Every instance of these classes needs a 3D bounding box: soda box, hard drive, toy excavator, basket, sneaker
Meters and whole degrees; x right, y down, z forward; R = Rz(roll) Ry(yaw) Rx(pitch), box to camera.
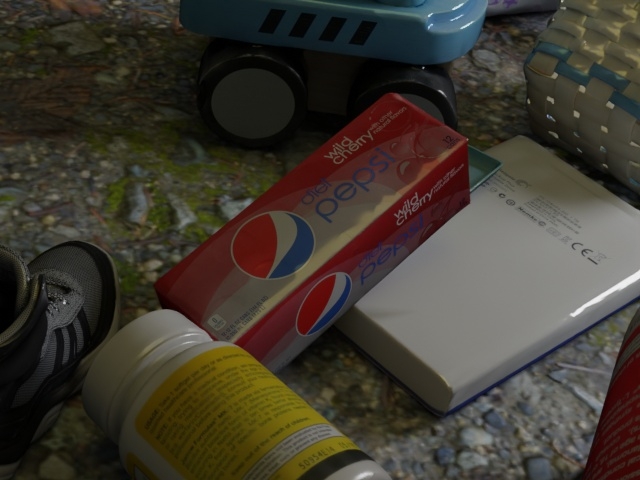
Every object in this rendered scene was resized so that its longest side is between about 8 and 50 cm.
[{"bbox_3d":[0.000,0.000,1.115,0.263,0.083,0.092,-41,58,-20],"label":"soda box"},{"bbox_3d":[0.144,0.017,1.229,0.319,0.040,0.210,-25,50,-37],"label":"hard drive"},{"bbox_3d":[-0.042,-0.324,1.286,0.433,0.445,0.222,8,38,-4],"label":"toy excavator"},{"bbox_3d":[0.348,-0.193,1.386,0.255,0.201,0.289,37,76,28],"label":"basket"},{"bbox_3d":[-0.213,0.050,1.013,0.101,0.153,0.268,18,39,8],"label":"sneaker"}]

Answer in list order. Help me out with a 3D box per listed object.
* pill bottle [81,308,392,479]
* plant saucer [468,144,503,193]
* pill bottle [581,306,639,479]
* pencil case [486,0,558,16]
[{"bbox_3d":[-0.061,0.144,0.960,0.119,0.119,0.208,-27,52,-38],"label":"pill bottle"},{"bbox_3d":[0.085,-0.039,1.238,0.067,0.018,0.192,30,43,23],"label":"plant saucer"},{"bbox_3d":[0.267,0.203,0.877,0.229,0.229,0.407,19,39,11],"label":"pill bottle"},{"bbox_3d":[0.208,-0.307,1.583,0.273,0.113,0.124,-10,8,-26],"label":"pencil case"}]
